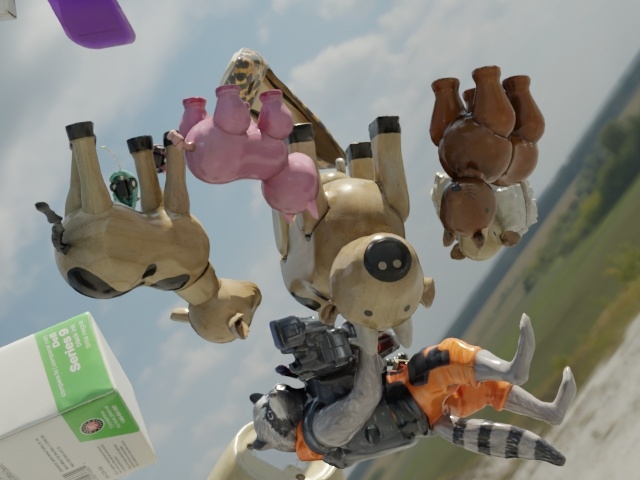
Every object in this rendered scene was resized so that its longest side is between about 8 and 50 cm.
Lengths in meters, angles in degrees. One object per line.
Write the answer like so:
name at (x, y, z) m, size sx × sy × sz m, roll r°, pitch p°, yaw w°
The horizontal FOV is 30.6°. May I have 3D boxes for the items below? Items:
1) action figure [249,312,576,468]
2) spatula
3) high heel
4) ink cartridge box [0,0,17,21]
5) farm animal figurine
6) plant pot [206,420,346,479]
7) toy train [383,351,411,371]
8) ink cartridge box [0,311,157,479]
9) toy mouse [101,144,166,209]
action figure at (0.069, 0.162, 1.194) m, size 0.330 × 0.179 × 0.341 m, roll -12°, pitch -13°, yaw 21°
spatula at (-0.287, -0.342, 1.275) m, size 0.030 × 0.084 × 0.297 m, roll -64°, pitch -37°, yaw -56°
high heel at (-0.040, -0.169, 1.543) m, size 0.093 × 0.186 × 0.261 m, roll -63°, pitch -3°, yaw -9°
ink cartridge box at (-0.425, -0.312, 1.145) m, size 0.045 × 0.223 × 0.224 m, roll -135°, pitch 37°, yaw -88°
farm animal figurine at (0.000, 0.000, 0.842) m, size 0.327 × 0.330 × 0.172 m, roll 35°, pitch -132°, yaw -81°
plant pot at (-0.062, 0.360, 1.441) m, size 0.256 × 0.256 × 0.274 m, roll -43°, pitch -32°, yaw -53°
toy train at (0.113, 0.155, 1.409) m, size 0.036 × 0.158 × 0.027 m, roll -95°, pitch 14°, yaw -54°
ink cartridge box at (-0.361, 0.228, 1.360) m, size 0.289 × 0.122 × 0.211 m, roll -22°, pitch -32°, yaw -7°
toy mouse at (-0.243, -0.089, 1.623) m, size 0.161 × 0.143 × 0.031 m, roll -57°, pitch -9°, yaw 25°
